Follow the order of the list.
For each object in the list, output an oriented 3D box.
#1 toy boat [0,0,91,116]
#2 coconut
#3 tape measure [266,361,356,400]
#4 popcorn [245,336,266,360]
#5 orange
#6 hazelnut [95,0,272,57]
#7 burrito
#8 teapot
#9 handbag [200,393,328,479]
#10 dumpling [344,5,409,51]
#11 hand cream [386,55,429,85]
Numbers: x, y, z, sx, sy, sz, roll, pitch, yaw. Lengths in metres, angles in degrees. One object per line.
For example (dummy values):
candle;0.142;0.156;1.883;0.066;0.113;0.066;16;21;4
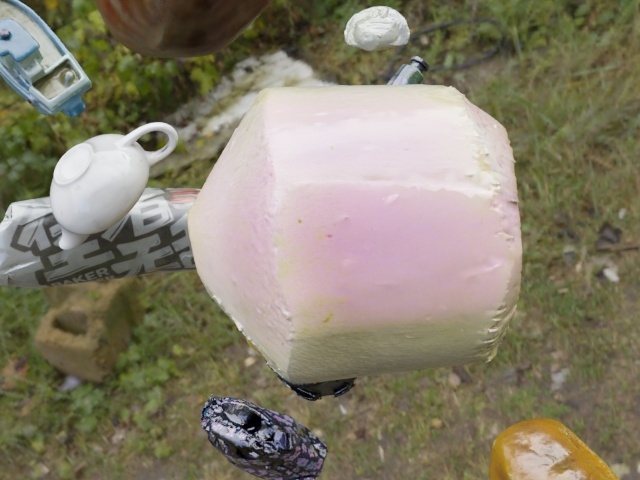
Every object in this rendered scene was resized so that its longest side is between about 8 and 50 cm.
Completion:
toy boat;-0.392;-0.259;1.243;0.088;0.102;0.215;-40;81;-15
coconut;0.020;-0.007;0.734;0.245;0.233;0.233;-3;41;2
tape measure;-0.004;0.168;1.601;0.199;0.112;0.186;-51;57;7
popcorn;0.000;0.000;1.141;0.225;0.332;0.265;23;19;3
orange;0.383;0.419;1.583;0.183;0.249;0.249;-50;39;10
hazelnut;-0.209;-0.468;1.499;0.366;0.365;0.365;-14;40;12
burrito;-0.269;-0.010;1.394;0.446;0.139;0.101;-5;21;-14
teapot;-0.286;-0.083;1.237;0.226;0.092;0.145;-36;46;10
handbag;-0.113;0.374;1.758;0.229;0.208;0.126;13;74;38
dumpling;0.075;-0.281;1.247;0.052;0.057;0.076;-19;19;-40
hand cream;0.137;-0.273;1.985;0.091;0.058;0.271;31;79;35
